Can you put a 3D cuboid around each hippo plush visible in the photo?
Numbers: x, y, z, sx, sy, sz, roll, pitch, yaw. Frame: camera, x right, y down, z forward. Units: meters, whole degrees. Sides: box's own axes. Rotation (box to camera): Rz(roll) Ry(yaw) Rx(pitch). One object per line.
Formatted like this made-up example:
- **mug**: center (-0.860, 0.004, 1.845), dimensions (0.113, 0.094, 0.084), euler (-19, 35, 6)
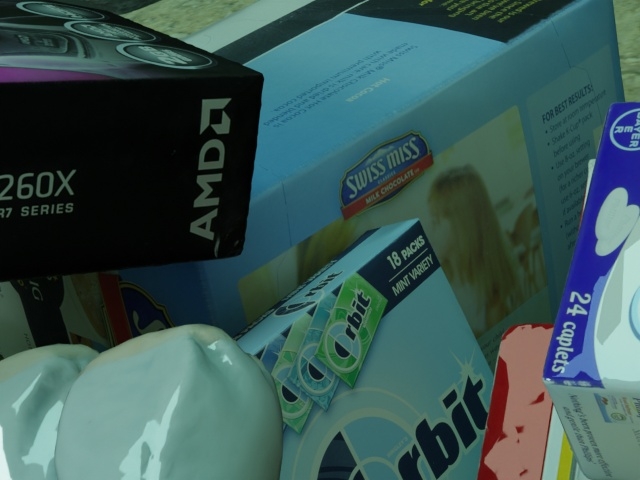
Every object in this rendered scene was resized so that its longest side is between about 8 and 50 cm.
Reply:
- **hippo plush**: center (-0.055, 0.185, 0.591), dimensions (0.294, 0.236, 0.234), euler (1, 43, 44)

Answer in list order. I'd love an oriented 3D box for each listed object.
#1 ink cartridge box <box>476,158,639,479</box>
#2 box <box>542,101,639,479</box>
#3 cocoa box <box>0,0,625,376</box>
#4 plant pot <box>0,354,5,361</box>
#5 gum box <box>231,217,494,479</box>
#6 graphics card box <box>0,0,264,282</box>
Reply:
- **ink cartridge box**: center (0.160, 0.121, 0.628), dimensions (0.272, 0.130, 0.309), euler (-3, 51, 23)
- **box**: center (0.160, 0.019, 0.572), dimensions (0.137, 0.072, 0.126), euler (2, 54, 26)
- **cocoa box**: center (0.000, 0.000, 0.981), dimensions (0.228, 0.231, 0.347), euler (14, 36, 43)
- **plant pot**: center (-0.308, 0.140, 0.754), dimensions (0.276, 0.254, 0.276), euler (22, 6, -2)
- **gum box**: center (0.030, 0.106, 0.791), dimensions (0.041, 0.184, 0.157), euler (-15, 16, 45)
- **graphics card box**: center (-0.237, -0.051, 0.691), dimensions (0.371, 0.094, 0.233), euler (-4, 20, -37)
